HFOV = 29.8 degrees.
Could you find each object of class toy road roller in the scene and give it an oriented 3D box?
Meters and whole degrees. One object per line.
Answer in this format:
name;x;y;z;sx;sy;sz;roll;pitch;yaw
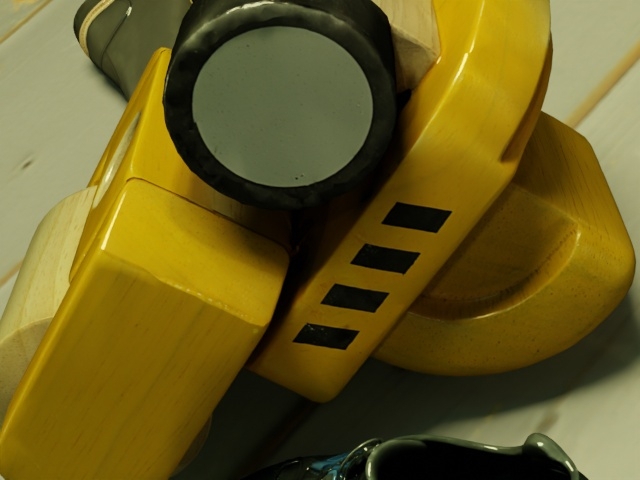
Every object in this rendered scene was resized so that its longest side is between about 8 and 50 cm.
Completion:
toy road roller;0.000;0.000;0.604;0.329;0.240;0.202;-54;18;27

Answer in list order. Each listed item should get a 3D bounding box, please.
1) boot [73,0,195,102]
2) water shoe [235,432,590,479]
boot;-0.081;-0.174;0.897;0.198;0.077;0.137;-41;46;7
water shoe;0.025;0.114;0.542;0.203;0.080;0.073;-8;46;23
